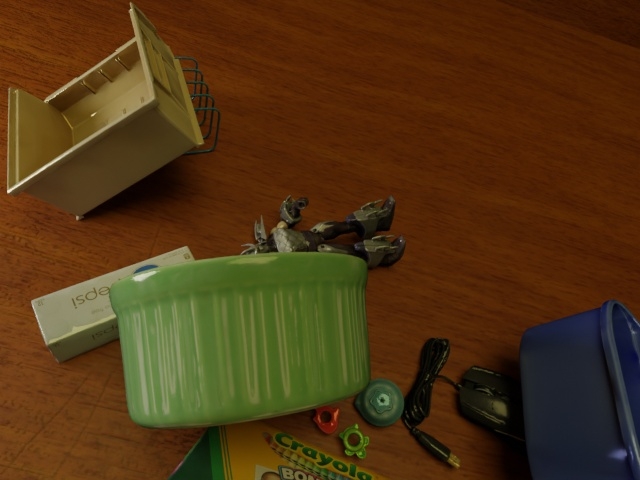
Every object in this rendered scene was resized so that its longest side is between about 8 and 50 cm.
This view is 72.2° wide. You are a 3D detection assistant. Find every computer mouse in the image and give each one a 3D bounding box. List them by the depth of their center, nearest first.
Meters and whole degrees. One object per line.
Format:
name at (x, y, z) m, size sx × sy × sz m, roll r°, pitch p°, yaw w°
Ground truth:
computer mouse at (0.254, 0.269, 0.661) m, size 0.262 × 0.060 × 0.184 m, roll 34°, pitch 52°, yaw 10°

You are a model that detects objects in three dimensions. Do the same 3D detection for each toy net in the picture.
toy net at (0.012, 0.199, 0.658) m, size 0.122 × 0.045 × 0.232 m, roll -43°, pitch 70°, yaw -12°

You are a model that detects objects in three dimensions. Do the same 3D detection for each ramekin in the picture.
ramekin at (-0.083, 0.119, 0.524) m, size 0.304 × 0.303 × 0.148 m, roll -3°, pitch 76°, yaw -18°

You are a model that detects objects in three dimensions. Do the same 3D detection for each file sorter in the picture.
file sorter at (-0.274, -0.267, 0.865) m, size 0.105 × 0.118 × 0.170 m, roll -11°, pitch 59°, yaw -26°

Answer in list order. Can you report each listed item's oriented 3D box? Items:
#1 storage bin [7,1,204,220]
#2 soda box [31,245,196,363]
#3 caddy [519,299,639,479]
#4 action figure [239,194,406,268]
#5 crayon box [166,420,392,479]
storage bin at (-0.354, -0.211, 0.715) m, size 0.263 × 0.123 × 0.260 m, roll -29°, pitch 61°, yaw 10°
soda box at (-0.279, 0.088, 0.635) m, size 0.216 × 0.069 × 0.073 m, roll -22°, pitch 63°, yaw -28°
caddy at (0.414, 0.249, 0.596) m, size 0.241 × 0.179 × 0.341 m, roll 37°, pitch 47°, yaw -26°
action figure at (0.000, 0.000, 0.764) m, size 0.285 × 0.099 × 0.185 m, roll -9°, pitch 63°, yaw -18°
crayon box at (-0.017, 0.299, 0.459) m, size 0.279 × 0.081 × 0.165 m, roll 21°, pitch 8°, yaw 6°
